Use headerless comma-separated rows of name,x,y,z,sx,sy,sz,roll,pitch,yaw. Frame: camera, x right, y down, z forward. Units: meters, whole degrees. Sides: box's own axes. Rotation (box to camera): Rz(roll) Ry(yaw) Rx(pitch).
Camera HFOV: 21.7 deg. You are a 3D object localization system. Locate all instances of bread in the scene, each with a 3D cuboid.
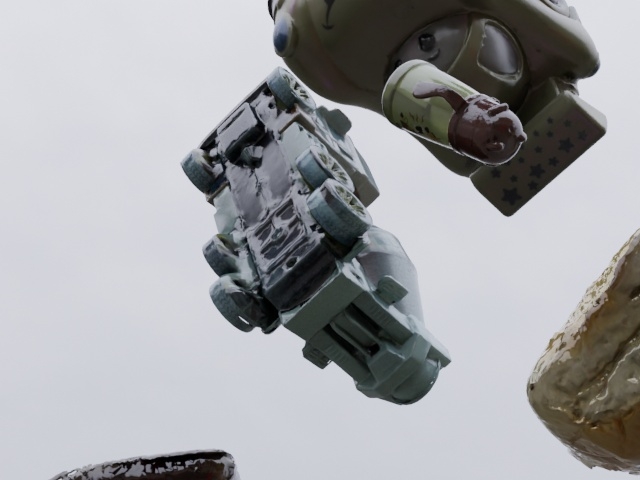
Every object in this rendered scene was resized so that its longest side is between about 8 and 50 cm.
bread,0.157,0.054,0.808,0.082,0.125,0.106,35,0,9

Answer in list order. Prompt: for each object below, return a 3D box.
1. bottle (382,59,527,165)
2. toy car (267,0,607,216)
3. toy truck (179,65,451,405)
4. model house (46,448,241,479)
bottle,0.085,-0.078,1.052,0.063,0.047,0.101,10,16,-45
toy car,0.132,-0.207,1.851,0.336,0.226,0.242,29,-57,-31
toy truck,0.000,0.000,1.128,0.108,0.256,0.140,-43,-58,15
model house,-0.087,0.187,0.634,0.203,0.164,0.141,-29,-30,28
